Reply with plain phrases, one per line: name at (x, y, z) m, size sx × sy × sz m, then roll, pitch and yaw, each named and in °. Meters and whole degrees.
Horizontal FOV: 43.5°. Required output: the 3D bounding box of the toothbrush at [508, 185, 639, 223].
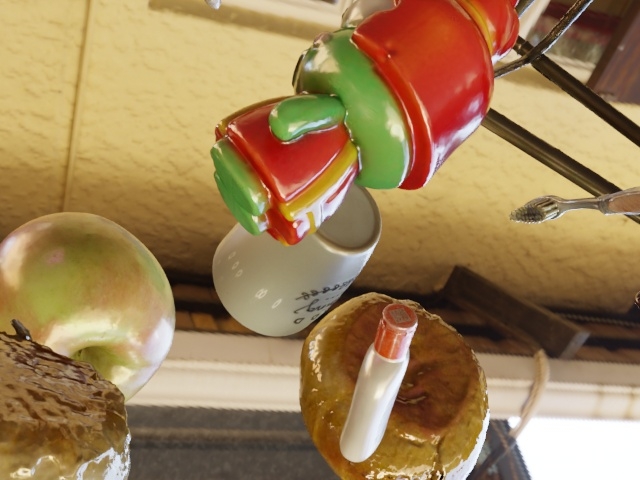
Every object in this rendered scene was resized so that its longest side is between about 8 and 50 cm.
toothbrush at (0.293, -0.036, 0.721) m, size 0.037 × 0.375 × 0.028 m, roll -20°, pitch -84°, yaw -22°

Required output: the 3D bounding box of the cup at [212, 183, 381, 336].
cup at (0.000, 0.000, 1.176) m, size 0.258 × 0.234 × 0.186 m, roll -22°, pitch -104°, yaw -40°

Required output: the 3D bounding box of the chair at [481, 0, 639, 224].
chair at (0.369, -0.225, 0.918) m, size 0.410 × 0.362 × 0.364 m, roll 49°, pitch -141°, yaw 10°

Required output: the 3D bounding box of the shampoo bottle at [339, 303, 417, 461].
shampoo bottle at (0.072, 0.169, 0.971) m, size 0.051 × 0.221 × 0.108 m, roll 22°, pitch -141°, yaw 13°

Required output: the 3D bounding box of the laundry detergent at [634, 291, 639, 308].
laundry detergent at (0.401, 0.051, 0.745) m, size 0.144 × 0.221 × 0.078 m, roll -38°, pitch -72°, yaw -48°

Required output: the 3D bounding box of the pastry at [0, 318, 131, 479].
pastry at (-0.338, 0.189, 0.825) m, size 0.329 × 0.136 × 0.329 m, roll 18°, pitch -175°, yaw -2°

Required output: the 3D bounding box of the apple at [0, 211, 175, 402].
apple at (-0.403, 0.111, 1.322) m, size 0.319 × 0.319 × 0.277 m, roll -4°, pitch -145°, yaw -28°

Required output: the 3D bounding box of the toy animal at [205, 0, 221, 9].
toy animal at (-0.210, -0.448, 1.026) m, size 0.225 × 0.302 × 0.284 m, roll -23°, pitch -122°, yaw 8°

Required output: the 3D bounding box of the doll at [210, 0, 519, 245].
doll at (0.067, -0.135, 0.727) m, size 0.160 × 0.183 × 0.363 m, roll 41°, pitch -109°, yaw 16°

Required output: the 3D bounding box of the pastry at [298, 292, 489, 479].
pastry at (0.118, 0.254, 1.319) m, size 0.356 × 0.164 × 0.356 m, roll 12°, pitch -125°, yaw -18°
